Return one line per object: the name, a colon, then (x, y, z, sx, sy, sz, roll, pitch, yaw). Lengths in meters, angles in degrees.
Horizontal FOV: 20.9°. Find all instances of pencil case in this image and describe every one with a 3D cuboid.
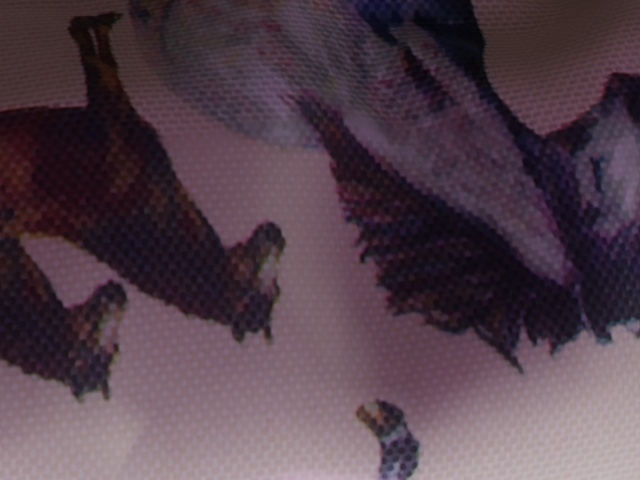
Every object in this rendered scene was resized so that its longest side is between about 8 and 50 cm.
pencil case: (0.000, 0.000, 0.393, 0.410, 0.183, 0.160, -6, 162, -14)
